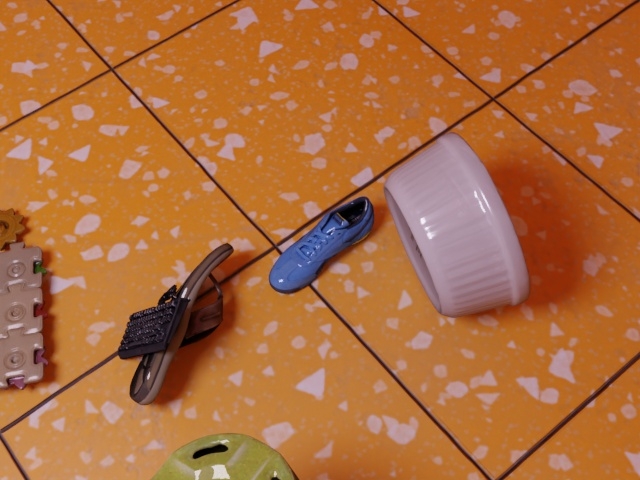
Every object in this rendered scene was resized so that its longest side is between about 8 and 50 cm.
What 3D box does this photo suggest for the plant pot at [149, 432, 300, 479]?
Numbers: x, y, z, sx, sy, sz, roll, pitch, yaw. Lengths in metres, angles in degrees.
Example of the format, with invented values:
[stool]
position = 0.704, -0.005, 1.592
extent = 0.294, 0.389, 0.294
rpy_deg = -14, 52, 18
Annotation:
[plant pot]
position = -0.092, 0.364, 1.006
extent = 0.276, 0.254, 0.276
rpy_deg = -7, 44, 7

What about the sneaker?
[sneaker]
position = 0.000, 0.000, 1.374
extent = 0.209, 0.082, 0.069
rpy_deg = -37, 67, -19

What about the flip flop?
[flip flop]
position = -0.192, 0.126, 1.290
extent = 0.080, 0.112, 0.277
rpy_deg = 30, 57, -12

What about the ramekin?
[ramekin]
position = 0.192, -0.010, 1.281
extent = 0.127, 0.273, 0.273
rpy_deg = -24, 60, 0

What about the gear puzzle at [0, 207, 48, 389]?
[gear puzzle]
position = -0.509, 0.090, 1.345
extent = 0.175, 0.044, 0.339
rpy_deg = -10, 56, -4

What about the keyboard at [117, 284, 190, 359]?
[keyboard]
position = -0.241, 0.114, 1.255
extent = 0.023, 0.180, 0.108
rpy_deg = 34, 63, -24
